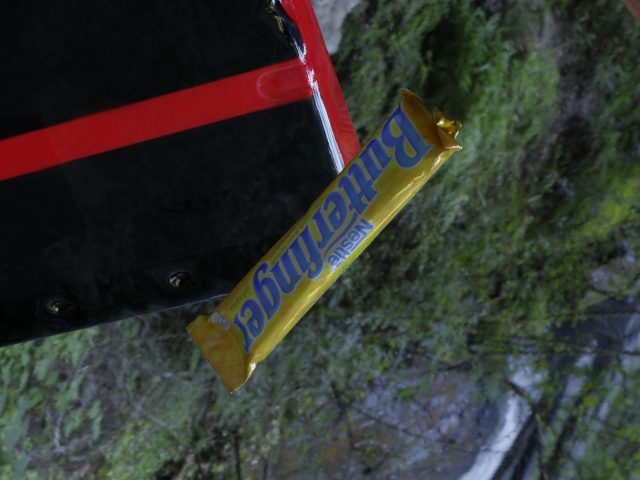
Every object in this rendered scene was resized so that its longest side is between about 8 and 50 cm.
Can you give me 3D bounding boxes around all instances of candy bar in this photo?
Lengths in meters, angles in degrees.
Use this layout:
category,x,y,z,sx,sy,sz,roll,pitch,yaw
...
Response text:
category,x,y,z,sx,sy,sz,roll,pitch,yaw
candy bar,0.000,0.000,0.399,0.040,0.161,0.018,49,18,22

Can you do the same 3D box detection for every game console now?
category,x,y,z,sx,sy,sz,roll,pitch,yaw
game console,-0.180,-0.065,0.565,0.342,0.386,0.060,67,12,-45

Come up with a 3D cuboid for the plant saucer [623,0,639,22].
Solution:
category,x,y,z,sx,sy,sz,roll,pitch,yaw
plant saucer,0.218,-0.197,0.438,0.037,0.200,0.200,11,44,-15
